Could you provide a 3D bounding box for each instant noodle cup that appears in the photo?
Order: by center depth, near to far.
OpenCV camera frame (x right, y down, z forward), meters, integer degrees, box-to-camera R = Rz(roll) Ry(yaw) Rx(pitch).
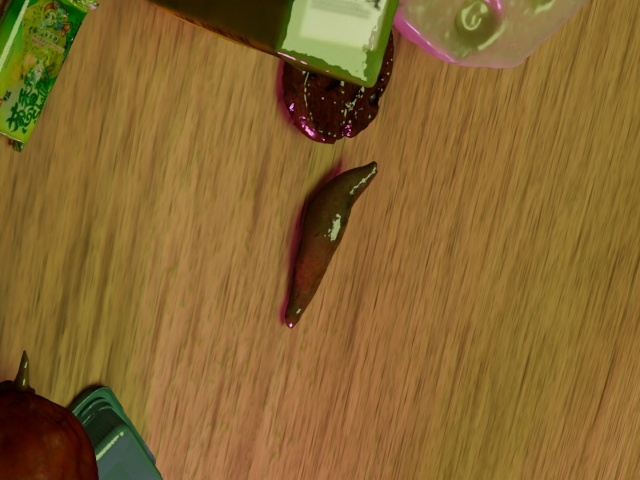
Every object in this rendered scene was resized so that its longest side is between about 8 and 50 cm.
[{"bbox_3d":[-0.263,0.280,1.731,0.157,0.070,0.179,-46,139,-21],"label":"instant noodle cup"}]

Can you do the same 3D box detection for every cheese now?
[{"bbox_3d":[0.207,-0.365,1.822,0.326,0.115,0.318,-10,126,-28],"label":"cheese"}]

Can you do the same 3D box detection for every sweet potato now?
[{"bbox_3d":[-0.002,0.002,1.902,0.069,0.059,0.249,8,107,-64],"label":"sweet potato"}]

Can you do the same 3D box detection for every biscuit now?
[{"bbox_3d":[0.023,-0.214,1.824,0.192,0.049,0.192,-22,118,-47],"label":"biscuit"}]

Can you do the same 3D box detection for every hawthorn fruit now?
[{"bbox_3d":[-0.320,0.244,1.550,0.189,0.189,0.251,-7,110,-48],"label":"hawthorn fruit"}]

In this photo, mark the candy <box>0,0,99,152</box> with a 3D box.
[{"bbox_3d":[-0.300,-0.182,1.472,0.102,0.032,0.178,26,88,-52],"label":"candy"}]

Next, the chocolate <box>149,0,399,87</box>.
[{"bbox_3d":[-0.037,-0.337,1.505,0.137,0.288,0.301,5,105,-40],"label":"chocolate"}]
